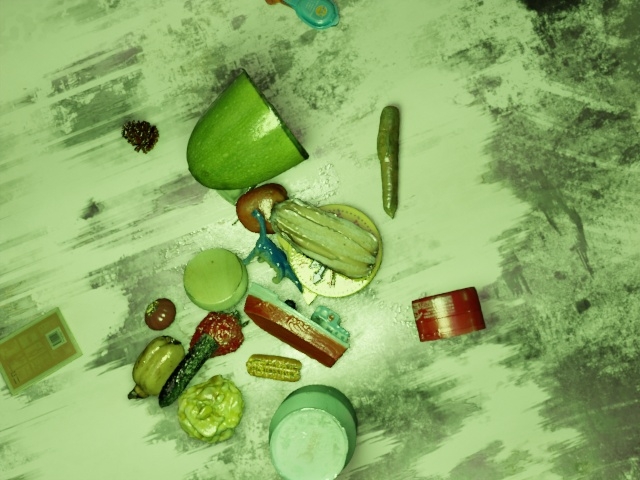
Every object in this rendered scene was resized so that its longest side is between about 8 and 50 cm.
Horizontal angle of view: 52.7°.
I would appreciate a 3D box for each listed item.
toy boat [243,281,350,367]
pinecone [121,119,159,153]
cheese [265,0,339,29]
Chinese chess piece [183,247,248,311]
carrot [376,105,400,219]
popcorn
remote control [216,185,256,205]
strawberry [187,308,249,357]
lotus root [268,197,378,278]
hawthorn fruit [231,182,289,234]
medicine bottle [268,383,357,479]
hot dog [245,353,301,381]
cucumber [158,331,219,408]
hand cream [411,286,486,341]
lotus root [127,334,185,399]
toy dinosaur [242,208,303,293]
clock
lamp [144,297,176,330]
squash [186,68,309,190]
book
[{"bbox_3d":[-0.066,0.223,1.853,0.332,0.145,0.133,30,64,4],"label":"toy boat"},{"bbox_3d":[-0.550,-0.318,1.963,0.109,0.102,0.102,21,84,-25],"label":"pinecone"},{"bbox_3d":[-0.055,-0.732,2.012,0.256,0.037,0.106,27,84,8],"label":"cheese"},{"bbox_3d":[-0.304,0.115,1.886,0.189,0.083,0.188,-2,66,4],"label":"Chinese chess piece"},{"bbox_3d":[0.203,-0.232,1.923,0.070,0.070,0.342,0,85,4],"label":"carrot"},{"bbox_3d":[-0.309,0.475,1.813,0.187,0.186,0.167,-43,65,32],"label":"popcorn"},{"bbox_3d":[-0.206,-0.239,1.965,0.123,0.038,0.285,41,89,8],"label":"remote control"},{"bbox_3d":[-0.305,0.275,1.886,0.192,0.085,0.140,-5,85,5],"label":"strawberry"},{"bbox_3d":[-0.001,0.000,1.820,0.330,0.078,0.167,29,64,-6],"label":"lotus root"},{"bbox_3d":[-0.185,-0.084,1.886,0.204,0.162,0.162,-12,83,10],"label":"hawthorn fruit"},{"bbox_3d":[-0.020,0.523,1.734,0.245,0.290,0.244,0,84,3],"label":"medicine bottle"},{"bbox_3d":[-0.137,0.370,1.882,0.165,0.045,0.071,8,86,3],"label":"hot dog"},{"bbox_3d":[-0.377,0.364,1.814,0.067,0.067,0.245,39,92,7],"label":"cucumber"},{"bbox_3d":[0.354,0.206,1.800,0.193,0.193,0.125,-13,84,2],"label":"hand cream"},{"bbox_3d":[-0.475,0.375,1.868,0.125,0.118,0.220,29,89,39],"label":"lotus root"},{"bbox_3d":[-0.120,0.036,1.832,0.248,0.188,0.075,37,46,1],"label":"toy dinosaur"},{"bbox_3d":[0.038,0.032,1.897,0.294,0.071,0.277,-31,83,0],"label":"clock"},{"bbox_3d":[-0.470,0.217,1.899,0.101,0.090,0.101,-24,43,25],"label":"lamp"},{"bbox_3d":[-0.240,-0.267,1.806,0.309,0.310,0.310,-36,83,3],"label":"squash"},{"bbox_3d":[-0.856,0.333,1.945,0.242,0.018,0.170,-30,81,-1],"label":"book"}]
